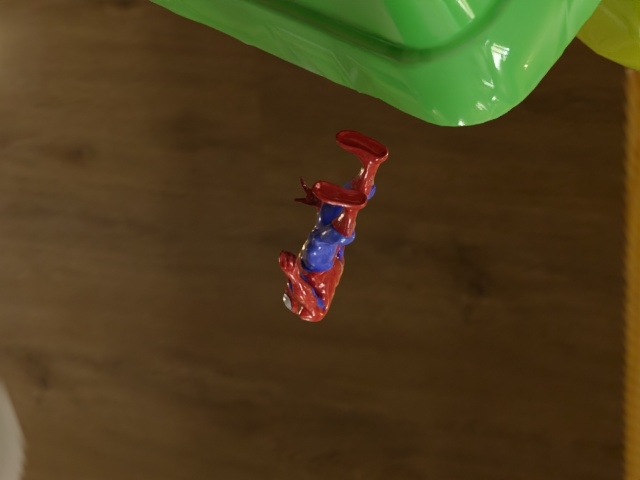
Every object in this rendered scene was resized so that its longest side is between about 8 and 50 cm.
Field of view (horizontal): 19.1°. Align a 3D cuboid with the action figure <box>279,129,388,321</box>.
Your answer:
[{"bbox_3d":[0.000,0.000,0.717,0.030,0.038,0.115,18,-30,2],"label":"action figure"}]

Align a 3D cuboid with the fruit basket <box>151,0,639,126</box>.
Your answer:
[{"bbox_3d":[0.110,-0.200,0.792,0.283,0.392,0.392,28,-60,42],"label":"fruit basket"}]
